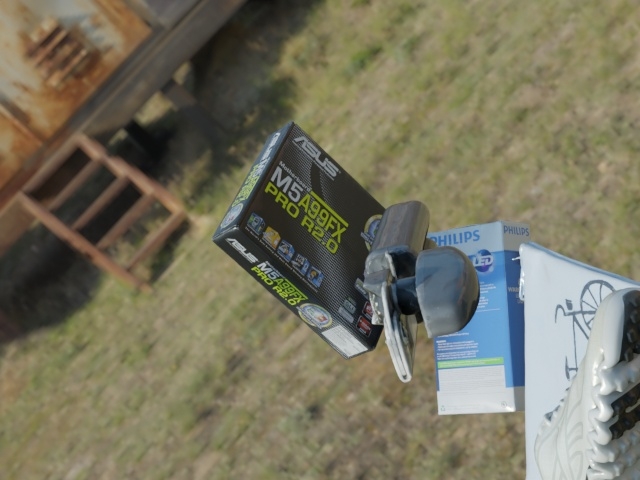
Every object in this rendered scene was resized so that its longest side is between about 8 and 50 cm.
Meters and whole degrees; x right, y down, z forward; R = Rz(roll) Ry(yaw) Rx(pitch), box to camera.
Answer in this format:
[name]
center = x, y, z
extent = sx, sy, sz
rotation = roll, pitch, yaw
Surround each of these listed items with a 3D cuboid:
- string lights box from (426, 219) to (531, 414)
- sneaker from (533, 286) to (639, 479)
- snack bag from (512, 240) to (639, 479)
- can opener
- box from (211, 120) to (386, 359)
[string lights box]
center = 0.228, 0.110, 1.704
extent = 0.133, 0.077, 0.259
rotation = -9, 80, 42
[sneaker]
center = 0.244, 0.168, 1.085
extent = 0.110, 0.292, 0.118
rotation = -20, 32, -33
[snack bag]
center = 0.321, 0.188, 1.263
extent = 0.037, 0.323, 0.342
rotation = -13, 19, -28
[can opener]
center = 0.089, 0.029, 1.005
extent = 0.095, 0.076, 0.283
rotation = -13, 15, 12
[box]
center = 0.000, 0.000, 1.701
extent = 0.060, 0.270, 0.216
rotation = -26, 28, 45
